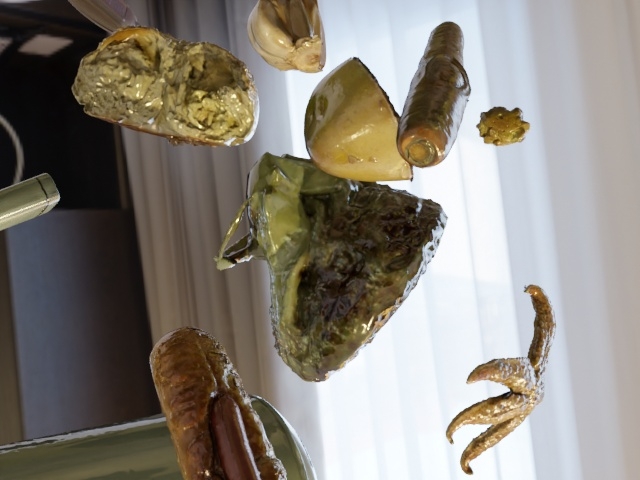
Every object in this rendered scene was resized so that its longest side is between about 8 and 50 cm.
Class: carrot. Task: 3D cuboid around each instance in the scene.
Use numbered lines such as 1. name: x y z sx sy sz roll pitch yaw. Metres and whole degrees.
1. carrot: 0.136 -0.187 0.881 0.070 0.070 0.342 -7 -147 19

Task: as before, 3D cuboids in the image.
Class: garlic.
1. garlic: -0.033 -0.209 0.781 0.074 0.094 0.113 -24 164 18

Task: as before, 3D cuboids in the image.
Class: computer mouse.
1. computer mouse: -0.505 -0.538 1.723 0.057 0.120 0.232 -33 128 25

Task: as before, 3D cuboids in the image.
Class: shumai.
1. shumai: 0.000 0.000 1.354 0.395 0.348 0.395 -47 -178 2

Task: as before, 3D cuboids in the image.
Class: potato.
1. potato: 0.036 -0.141 1.035 0.117 0.182 0.202 -25 -150 -3

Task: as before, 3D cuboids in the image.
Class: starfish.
1. starfish: 0.316 0.233 1.272 0.094 0.327 0.375 22 166 32

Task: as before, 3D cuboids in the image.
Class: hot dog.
1. hot dog: -0.057 0.146 0.514 0.066 0.215 0.047 -2 142 -32

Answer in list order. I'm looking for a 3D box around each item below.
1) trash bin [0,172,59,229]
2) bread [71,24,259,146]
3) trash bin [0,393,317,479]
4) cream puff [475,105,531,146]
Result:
1. trash bin: -0.533 -0.060 1.346 0.130 0.059 0.116 -29 -177 -37
2. bread: -0.219 -0.240 1.278 0.314 0.171 0.192 13 179 20
3. trash bin: -0.208 0.346 0.943 0.432 0.280 0.280 -1 175 -33
4. cream puff: 0.303 -0.186 1.289 0.083 0.083 0.058 -32 164 0
